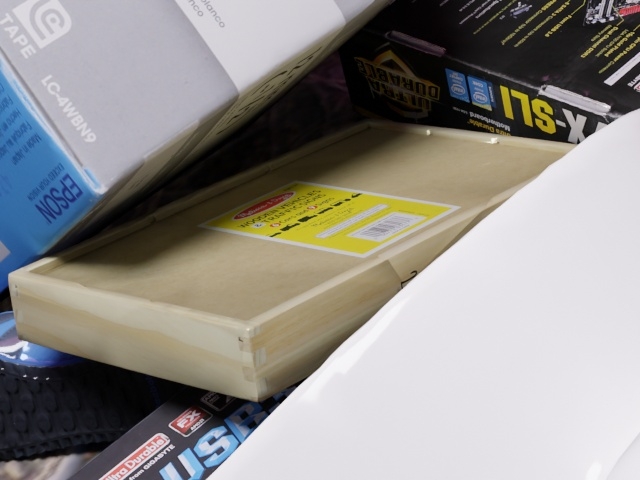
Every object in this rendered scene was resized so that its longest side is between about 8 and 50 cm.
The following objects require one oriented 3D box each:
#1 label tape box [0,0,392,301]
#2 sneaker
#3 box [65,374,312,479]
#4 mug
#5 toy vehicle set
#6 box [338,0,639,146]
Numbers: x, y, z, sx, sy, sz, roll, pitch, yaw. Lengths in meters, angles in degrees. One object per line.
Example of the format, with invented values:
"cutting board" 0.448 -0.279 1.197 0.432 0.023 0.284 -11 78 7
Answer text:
"label tape box" -0.061 -0.115 1.029 0.348 0.115 0.249 -35 0 -30
"sneaker" -0.135 0.063 0.989 0.209 0.069 0.082 -5 26 16
"box" -0.022 0.184 0.779 0.295 0.073 0.293 -37 40 -26
"mug" 0.126 0.151 0.491 0.328 0.374 0.276 45 64 10
"toy vehicle set" 0.000 0.000 0.949 0.166 0.035 0.267 11 27 43
"box" 0.205 -0.154 1.109 0.257 0.079 0.322 26 54 39
